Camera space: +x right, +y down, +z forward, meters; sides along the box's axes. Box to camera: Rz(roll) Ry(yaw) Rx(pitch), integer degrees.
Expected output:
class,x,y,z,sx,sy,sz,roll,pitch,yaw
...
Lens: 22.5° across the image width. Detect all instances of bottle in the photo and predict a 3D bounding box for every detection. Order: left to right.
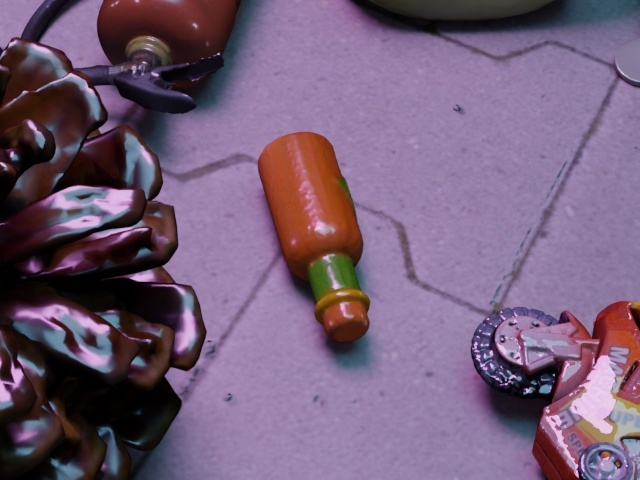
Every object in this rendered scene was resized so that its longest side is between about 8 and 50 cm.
class,x,y,z,sx,sy,sz,roll,pitch,yaw
bottle,0.000,0.000,1.287,0.069,0.069,0.187,-6,53,-13

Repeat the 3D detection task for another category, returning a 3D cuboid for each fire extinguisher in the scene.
class,x,y,z,sx,sy,sz,roll,pitch,yaw
fire extinguisher,-0.143,-0.230,1.453,0.200,0.113,0.376,-19,38,33

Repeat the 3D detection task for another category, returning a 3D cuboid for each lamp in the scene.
class,x,y,z,sx,sy,sz,roll,pitch,yaw
lamp,0.311,-0.223,1.550,0.050,0.056,0.198,10,60,1

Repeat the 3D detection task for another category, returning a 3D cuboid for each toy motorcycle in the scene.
class,x,y,z,sx,sy,sz,roll,pitch,yaw
toy motorcycle,0.239,0.147,1.180,0.171,0.089,0.298,-18,56,-24

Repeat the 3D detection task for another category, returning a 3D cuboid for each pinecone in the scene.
class,x,y,z,sx,sy,sz,roll,pitch,yaw
pinecone,-0.266,0.031,1.048,0.397,0.398,0.398,4,50,-5

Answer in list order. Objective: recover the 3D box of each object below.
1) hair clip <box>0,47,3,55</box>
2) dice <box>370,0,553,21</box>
class,x,y,z,sx,sy,sz,roll,pitch,yaw
hair clip,-0.354,-0.169,1.384,0.358,0.095,0.110,31,87,27
dice,0.135,-0.369,1.497,0.252,0.250,0.254,-3,51,-10
